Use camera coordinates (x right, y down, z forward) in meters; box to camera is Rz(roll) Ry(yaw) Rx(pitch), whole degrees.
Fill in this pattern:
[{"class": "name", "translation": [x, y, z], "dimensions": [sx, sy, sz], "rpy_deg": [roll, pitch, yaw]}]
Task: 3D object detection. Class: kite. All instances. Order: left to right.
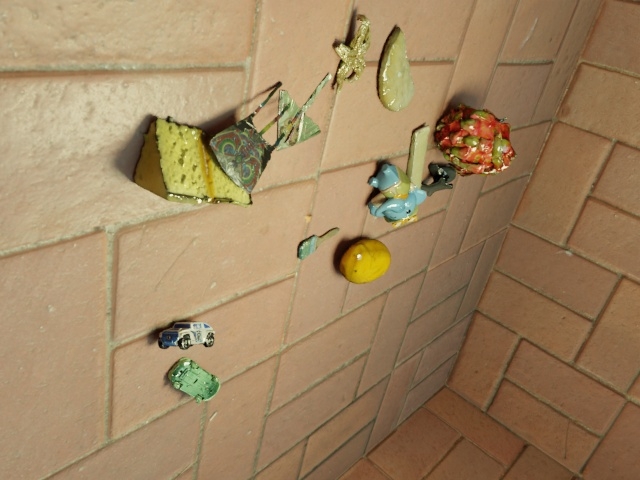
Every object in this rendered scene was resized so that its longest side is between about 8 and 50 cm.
[{"class": "kite", "translation": [-0.137, -0.252, 1.263], "dimensions": [0.152, 0.015, 0.285], "rpy_deg": [53, 54, -31]}, {"class": "kite", "translation": [-0.045, -0.338, 1.423], "dimensions": [0.250, 0.012, 0.229], "rpy_deg": [-58, 150, -4]}]

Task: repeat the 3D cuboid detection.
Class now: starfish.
[{"class": "starfish", "translation": [0.089, -0.487, 1.444], "dimensions": [0.150, 0.053, 0.209], "rpy_deg": [12, 109, -53]}]

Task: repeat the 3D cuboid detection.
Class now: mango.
[{"class": "mango", "translation": [0.152, 0.071, 1.955], "dimensions": [0.177, 0.120, 0.295], "rpy_deg": [-56, 148, 11]}]

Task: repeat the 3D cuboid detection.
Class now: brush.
[{"class": "brush", "translation": [0.000, 0.000, 1.768], "dimensions": [0.196, 0.021, 0.070], "rpy_deg": [-30, 141, -39]}]

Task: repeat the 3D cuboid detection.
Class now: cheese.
[{"class": "cheese", "translation": [0.354, -0.244, 2.046], "dimensions": [0.085, 0.034, 0.399], "rpy_deg": [-34, 141, -35]}]

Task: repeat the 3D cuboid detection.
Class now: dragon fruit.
[{"class": "dragon fruit", "translation": [0.571, -0.362, 2.003], "dimensions": [0.237, 0.302, 0.231], "rpy_deg": [-32, 166, -45]}]

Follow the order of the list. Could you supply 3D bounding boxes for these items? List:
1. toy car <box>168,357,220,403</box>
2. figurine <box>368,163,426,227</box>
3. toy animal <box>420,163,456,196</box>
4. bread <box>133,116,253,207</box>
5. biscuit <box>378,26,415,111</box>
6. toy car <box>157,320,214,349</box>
[{"class": "toy car", "translation": [-0.364, 0.403, 1.566], "dimensions": [0.093, 0.058, 0.186], "rpy_deg": [-50, 136, -12]}, {"class": "figurine", "translation": [0.247, -0.153, 1.894], "dimensions": [0.180, 0.154, 0.262], "rpy_deg": [-50, 132, 3]}, {"class": "toy animal", "translation": [0.477, -0.269, 2.180], "dimensions": [0.117, 0.121, 0.210], "rpy_deg": [56, 39, -10]}, {"class": "bread", "translation": [-0.269, -0.143, 1.190], "dimensions": [0.142, 0.178, 0.266], "rpy_deg": [-38, 157, 30]}, {"class": "biscuit", "translation": [0.225, -0.486, 1.648], "dimensions": [0.141, 0.038, 0.289], "rpy_deg": [-48, 147, -16]}, {"class": "toy car", "translation": [-0.345, 0.249, 1.431], "dimensions": [0.171, 0.080, 0.070], "rpy_deg": [14, 74, -65]}]
